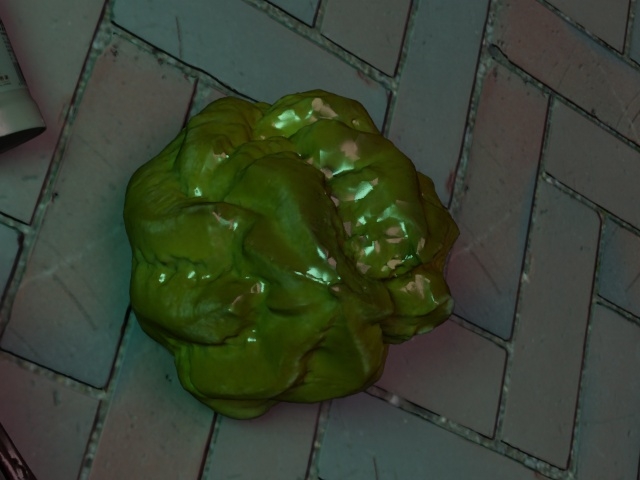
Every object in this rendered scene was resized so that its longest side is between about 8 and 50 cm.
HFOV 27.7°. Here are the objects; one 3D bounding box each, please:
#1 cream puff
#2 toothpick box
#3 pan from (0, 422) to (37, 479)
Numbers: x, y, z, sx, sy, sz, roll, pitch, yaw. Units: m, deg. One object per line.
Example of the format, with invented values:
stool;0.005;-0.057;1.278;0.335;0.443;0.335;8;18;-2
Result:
cream puff;0.001;-0.001;1.144;0.324;0.257;0.291;-8;86;-38
toothpick box;-0.295;-0.143;1.057;0.098;0.098;0.149;-23;92;-39
pan;-0.287;0.110;1.026;0.115;0.040;0.212;-31;89;-39
